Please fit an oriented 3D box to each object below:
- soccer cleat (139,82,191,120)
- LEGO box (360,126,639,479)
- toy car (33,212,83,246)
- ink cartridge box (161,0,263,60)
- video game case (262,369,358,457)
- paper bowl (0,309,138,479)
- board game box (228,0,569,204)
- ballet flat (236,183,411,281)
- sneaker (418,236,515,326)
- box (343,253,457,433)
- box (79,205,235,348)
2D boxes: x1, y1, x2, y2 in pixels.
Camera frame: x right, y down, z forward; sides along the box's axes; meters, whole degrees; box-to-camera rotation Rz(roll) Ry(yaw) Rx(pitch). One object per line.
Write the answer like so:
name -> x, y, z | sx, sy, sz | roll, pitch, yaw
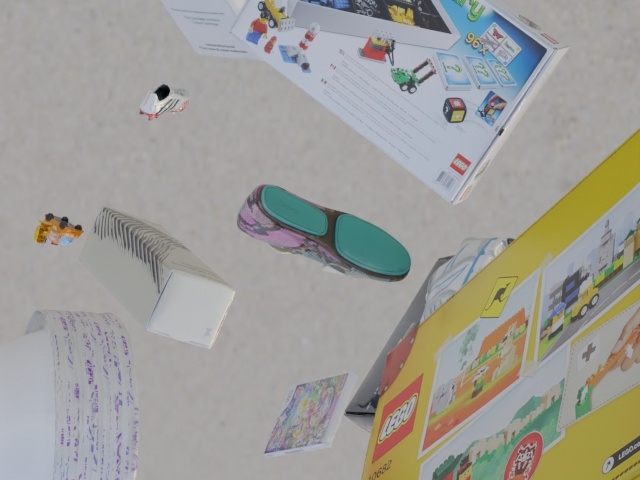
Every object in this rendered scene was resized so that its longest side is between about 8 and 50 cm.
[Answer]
soccer cleat -> -0.162, -0.153, 1.814 | 0.029, 0.083, 0.035 | 35, 122, 19
LEGO box -> 0.230, 0.146, 1.336 | 0.193, 0.372, 0.500 | 29, 136, -15
toy car -> -0.372, -0.013, 2.311 | 0.060, 0.040, 0.122 | 25, -173, 21
ink cartridge box -> -0.112, -0.375, 1.888 | 0.122, 0.211, 0.289 | 10, 146, 41
video game case -> -0.012, 0.183, 1.793 | 0.011, 0.087, 0.122 | 34, 152, -23
paper bowl -> -0.295, 0.214, 1.820 | 0.148, 0.284, 0.284 | 4, 143, -18
board game box -> 0.074, -0.204, 1.728 | 0.305, 0.053, 0.193 | 39, 112, 14
ballet flat -> 0.000, 0.000, 2.032 | 0.221, 0.077, 0.079 | 23, 142, -22
sneaker -> 0.135, 0.074, 1.795 | 0.083, 0.190, 0.071 | 15, 153, 49
box -> 0.134, 0.122, 1.982 | 0.059, 0.232, 0.183 | 36, 166, -12
box -> -0.231, 0.048, 2.374 | 0.113, 0.275, 0.094 | 19, 99, -34
